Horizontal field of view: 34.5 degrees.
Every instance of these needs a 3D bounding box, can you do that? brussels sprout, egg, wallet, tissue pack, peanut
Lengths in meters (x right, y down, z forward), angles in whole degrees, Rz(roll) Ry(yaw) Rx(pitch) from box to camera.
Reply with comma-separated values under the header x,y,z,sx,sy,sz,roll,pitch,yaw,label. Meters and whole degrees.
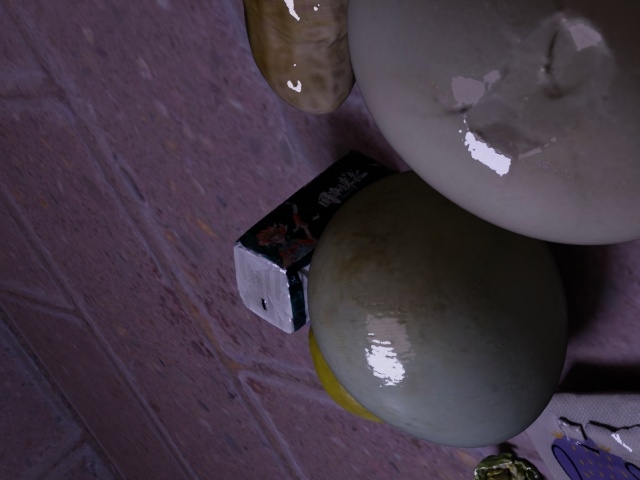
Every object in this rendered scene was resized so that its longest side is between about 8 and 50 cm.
x,y,z,sx,sy,sz,roll,pitch,yaw,label
0.220,0.286,1.209,0.085,0.058,0.085,7,105,27,brussels sprout
0.142,-0.114,0.637,0.269,0.219,0.219,28,151,-1,egg
0.343,0.245,0.967,0.335,0.068,0.275,-11,117,56,wallet
-0.001,0.000,1.025,0.090,0.170,0.103,32,147,28,tissue pack
-0.011,-0.196,0.859,0.120,0.110,0.236,20,145,19,peanut
0.112,0.070,0.916,0.218,0.218,0.295,16,152,45,egg

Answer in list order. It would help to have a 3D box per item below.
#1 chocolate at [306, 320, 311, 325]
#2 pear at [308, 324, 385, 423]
x,y,z,sx,sy,sz,roll,pitch,yaw,label
-0.030,0.062,1.250,0.167,0.072,0.072,13,137,50,chocolate
0.071,0.120,1.108,0.162,0.149,0.149,26,145,29,pear
